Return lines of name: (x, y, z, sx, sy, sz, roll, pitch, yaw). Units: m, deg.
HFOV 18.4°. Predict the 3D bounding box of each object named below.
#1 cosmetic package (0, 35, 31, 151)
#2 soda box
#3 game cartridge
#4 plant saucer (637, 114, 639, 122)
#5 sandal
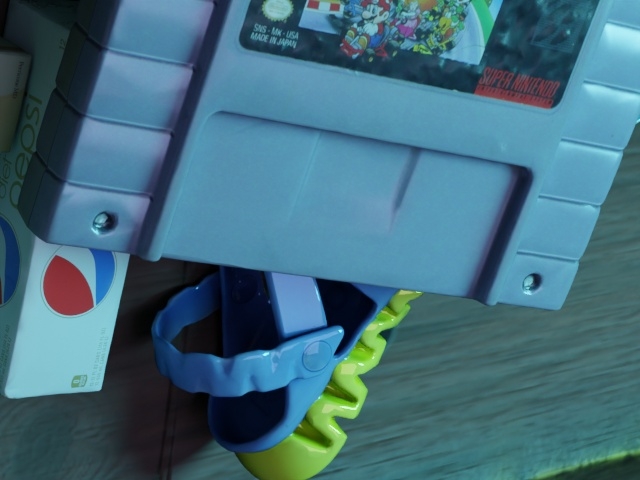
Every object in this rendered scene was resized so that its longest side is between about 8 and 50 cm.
cosmetic package: (-0.216, -0.082, 1.050, 0.115, 0.041, 0.060, 0, 112, -41)
soda box: (-0.149, -0.023, 1.116, 0.069, 0.074, 0.216, -2, 113, -40)
game cartridge: (0.029, -0.085, 1.098, 0.355, 0.068, 0.230, 8, 115, -32)
plant saucer: (0.186, -0.095, 1.408, 0.192, 0.018, 0.067, -30, 129, -25)
sandal: (0.000, 0.000, 1.229, 0.138, 0.126, 0.317, 23, 95, -41)
